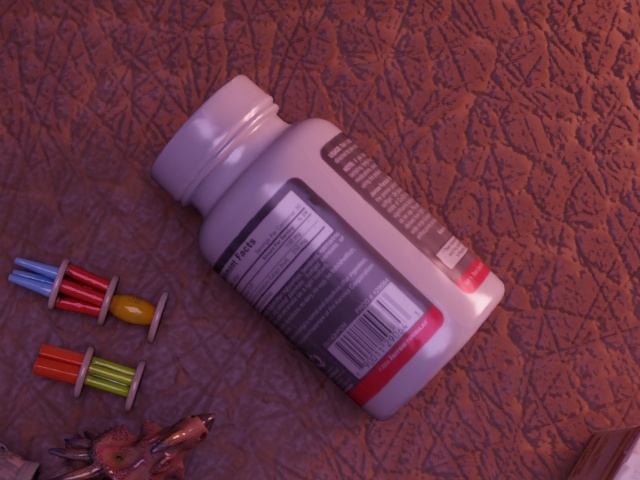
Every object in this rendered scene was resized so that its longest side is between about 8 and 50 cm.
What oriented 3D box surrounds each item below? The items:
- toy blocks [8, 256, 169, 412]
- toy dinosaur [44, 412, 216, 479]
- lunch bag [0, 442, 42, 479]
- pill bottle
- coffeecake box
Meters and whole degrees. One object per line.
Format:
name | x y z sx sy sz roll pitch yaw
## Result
toy blocks | -0.231 0.084 1.613 0.148 0.054 0.123 18 80 -2
toy dinosaur | -0.201 0.274 1.514 0.127 0.200 0.295 20 81 -2
lunch bag | -0.406 0.277 1.517 0.235 0.169 0.287 20 73 2
pill bottle | 0.000 0.000 1.583 0.318 0.176 0.176 43 81 2
coffeecake box | 0.317 0.236 1.570 0.142 0.185 0.068 33 80 1
